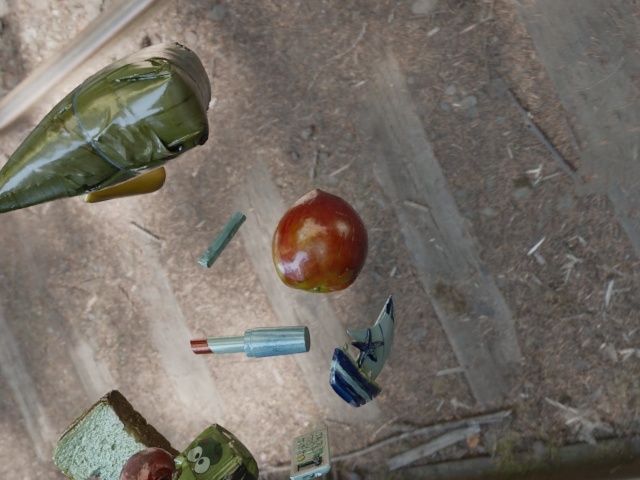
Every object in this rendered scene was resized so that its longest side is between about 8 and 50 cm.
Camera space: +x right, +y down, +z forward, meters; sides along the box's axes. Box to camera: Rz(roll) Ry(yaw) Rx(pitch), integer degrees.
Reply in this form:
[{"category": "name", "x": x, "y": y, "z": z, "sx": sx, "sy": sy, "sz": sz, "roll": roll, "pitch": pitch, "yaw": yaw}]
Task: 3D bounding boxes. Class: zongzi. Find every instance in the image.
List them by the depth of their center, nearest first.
[{"category": "zongzi", "x": -0.336, "y": -0.164, "z": 1.062, "sx": 0.361, "sy": 0.323, "sz": 0.159, "roll": -30, "pitch": 109, "yaw": 7}]

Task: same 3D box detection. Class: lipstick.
[{"category": "lipstick", "x": -0.161, "y": 0.230, "z": 1.548, "sx": 0.274, "sy": 0.061, "sz": 0.068, "roll": -6, "pitch": 93, "yaw": 12}]

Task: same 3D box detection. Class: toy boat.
[{"category": "toy boat", "x": 0.107, "y": 0.265, "z": 1.699, "sx": 0.071, "sy": 0.210, "sz": 0.291, "roll": 10, "pitch": 82, "yaw": 40}]

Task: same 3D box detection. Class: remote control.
[{"category": "remote control", "x": -0.022, "y": 0.560, "z": 1.814, "sx": 0.103, "sy": 0.293, "sz": 0.051, "roll": -19, "pitch": 92, "yaw": 1}]

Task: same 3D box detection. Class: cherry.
[{"category": "cherry", "x": -0.293, "y": 0.424, "z": 1.251, "sx": 0.226, "sy": 0.107, "sz": 0.090, "roll": -24, "pitch": 110, "yaw": 45}]

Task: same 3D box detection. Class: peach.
[{"category": "peach", "x": 0.000, "y": 0.000, "z": 1.282, "sx": 0.198, "sy": 0.197, "sz": 0.197, "roll": 9, "pitch": 108, "yaw": 32}]

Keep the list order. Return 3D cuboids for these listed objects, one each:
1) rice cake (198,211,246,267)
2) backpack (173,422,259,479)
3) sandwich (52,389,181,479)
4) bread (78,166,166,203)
[{"category": "rice cake", "x": -0.173, "y": -0.002, "z": 1.224, "sx": 0.022, "sy": 0.121, "sz": 0.021, "roll": 19, "pitch": 153, "yaw": 32}, {"category": "backpack", "x": -0.268, "y": 0.560, "z": 1.582, "sx": 0.207, "sy": 0.253, "sz": 0.140, "roll": 25, "pitch": 153, "yaw": 56}, {"category": "sandwich", "x": -0.532, "y": 0.561, "z": 1.804, "sx": 0.288, "sy": 0.099, "sz": 0.254, "roll": 43, "pitch": 99, "yaw": -1}, {"category": "bread", "x": -0.510, "y": -0.144, "z": 1.769, "sx": 0.093, "sy": 0.239, "sz": 0.073, "roll": -17, "pitch": 89, "yaw": 48}]
